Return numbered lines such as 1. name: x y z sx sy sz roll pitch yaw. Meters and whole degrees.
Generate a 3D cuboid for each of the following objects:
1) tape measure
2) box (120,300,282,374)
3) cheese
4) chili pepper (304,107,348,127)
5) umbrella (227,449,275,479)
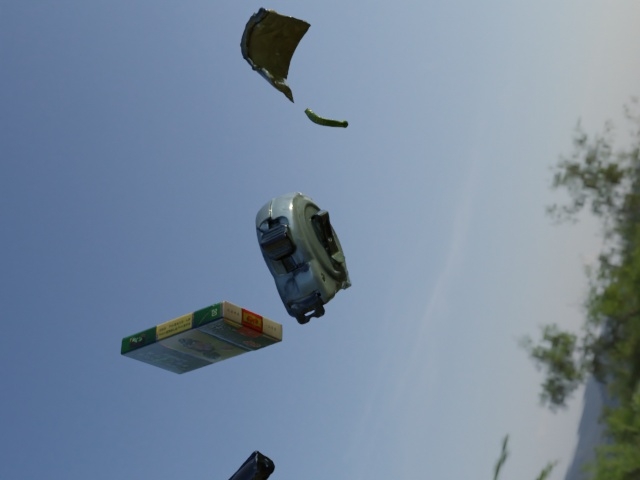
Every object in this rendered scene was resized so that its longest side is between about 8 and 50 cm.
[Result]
1. tape measure: 0.001 0.001 1.373 0.330 0.084 0.164 -42 -68 -72
2. box: -0.189 0.156 1.614 0.132 0.235 0.034 29 -129 -43
3. cheese: -0.046 -0.179 1.006 0.060 0.041 0.084 9 -99 -42
4. chili pepper: 0.011 -0.203 1.739 0.017 0.083 0.030 -64 29 28
5. umbrella: -0.170 0.397 1.346 0.340 0.118 0.118 -49 -11 20
